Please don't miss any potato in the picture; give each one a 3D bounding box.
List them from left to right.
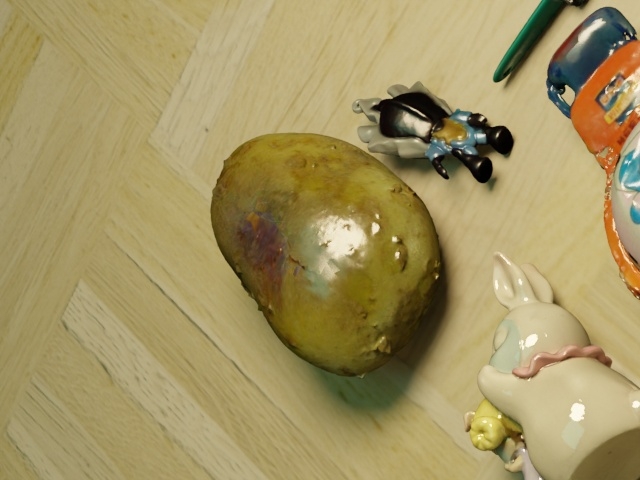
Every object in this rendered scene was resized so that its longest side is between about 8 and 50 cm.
[{"bbox_3d":[0.000,0.000,1.686,0.307,0.173,0.210,46,117,36],"label":"potato"}]

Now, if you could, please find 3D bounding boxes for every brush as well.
[{"bbox_3d":[0.235,-0.228,1.602,0.032,0.043,0.193,42,113,22],"label":"brush"}]

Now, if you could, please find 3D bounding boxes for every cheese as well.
[{"bbox_3d":[0.314,-0.072,1.434,0.217,0.129,0.329,-49,52,23],"label":"cheese"}]

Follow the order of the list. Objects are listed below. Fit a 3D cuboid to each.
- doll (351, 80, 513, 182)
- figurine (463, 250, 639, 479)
[{"bbox_3d":[0.106,-0.117,1.679,0.195,0.070,0.096,24,69,38],"label":"doll"},{"bbox_3d":[0.205,0.133,1.509,0.235,0.127,0.155,55,128,41],"label":"figurine"}]
